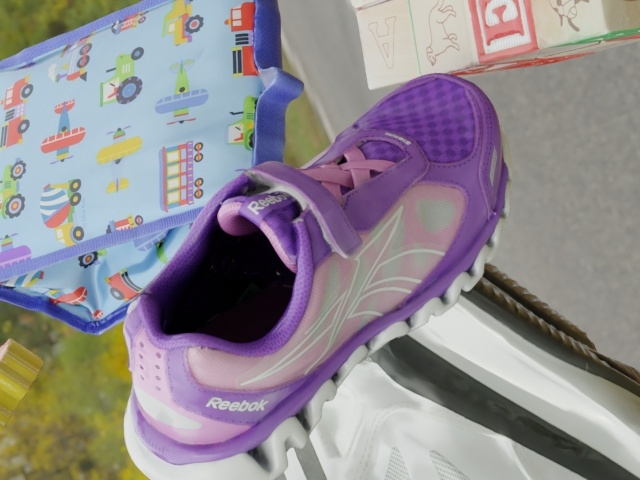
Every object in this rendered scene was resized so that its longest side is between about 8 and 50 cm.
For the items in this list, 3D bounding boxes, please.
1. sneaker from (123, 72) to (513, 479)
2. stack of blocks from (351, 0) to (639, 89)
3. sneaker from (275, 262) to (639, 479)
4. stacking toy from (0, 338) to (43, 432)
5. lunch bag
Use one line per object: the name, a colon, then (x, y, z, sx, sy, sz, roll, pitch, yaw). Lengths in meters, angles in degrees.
sneaker: (0.000, 0.000, 0.619, 0.095, 0.236, 0.104, 28, 151, 31)
stack of blocks: (0.083, -0.235, 0.702, 0.171, 0.087, 0.297, -5, 95, 55)
sneaker: (0.134, 0.202, 0.802, 0.447, 0.257, 0.169, 36, -170, 11)
stacking toy: (-0.134, 0.161, 0.650, 0.167, 0.221, 0.052, 37, -150, -15)
lunch bag: (-0.133, -0.081, 1.143, 0.138, 0.293, 0.220, 25, -126, -41)
